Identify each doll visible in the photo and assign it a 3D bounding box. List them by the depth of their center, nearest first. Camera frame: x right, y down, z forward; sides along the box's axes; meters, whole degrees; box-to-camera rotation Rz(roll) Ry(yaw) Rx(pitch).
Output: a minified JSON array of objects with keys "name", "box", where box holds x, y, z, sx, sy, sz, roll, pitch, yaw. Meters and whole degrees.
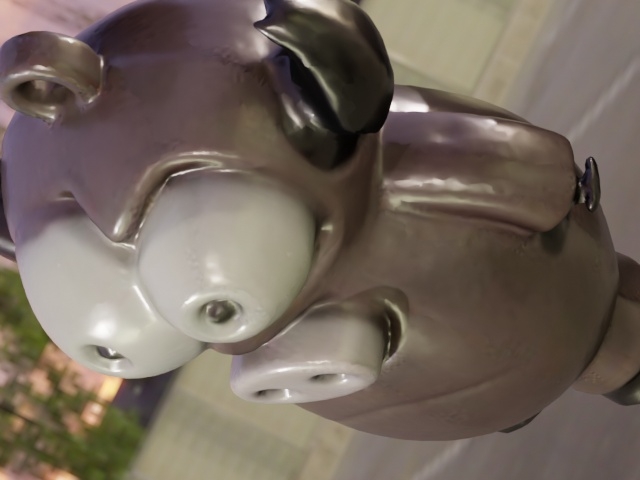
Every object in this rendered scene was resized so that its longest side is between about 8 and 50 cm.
[{"name":"doll","box":[0.001,-0.001,0.597,0.182,0.257,0.117,-21,59,40]}]
